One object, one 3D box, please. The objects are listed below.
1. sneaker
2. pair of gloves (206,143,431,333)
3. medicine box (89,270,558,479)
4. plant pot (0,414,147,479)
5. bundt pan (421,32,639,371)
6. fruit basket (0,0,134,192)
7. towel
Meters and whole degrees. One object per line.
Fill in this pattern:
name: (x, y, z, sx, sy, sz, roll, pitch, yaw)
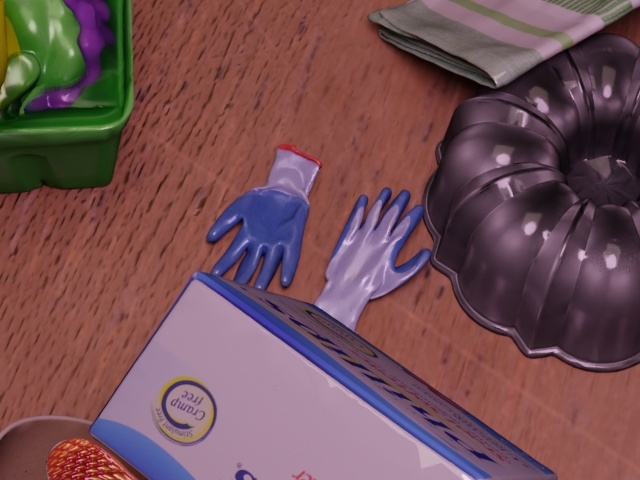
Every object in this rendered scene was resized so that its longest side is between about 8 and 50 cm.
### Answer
sneaker: (-0.121, 0.204, 1.134, 0.064, 0.067, 0.175, -40, 82, -10)
pair of gloves: (0.000, 0.000, 1.491, 0.198, 0.023, 0.159, 22, 69, 15)
medicine box: (0.014, 0.166, 1.237, 0.263, 0.289, 0.149, 34, 93, 19)
plant pot: (-0.174, 0.296, 1.221, 0.284, 0.284, 0.191, 42, 105, 22)
bundt pan: (0.257, -0.056, 1.466, 0.330, 0.124, 0.331, -1, 60, 1)
fruit basket: (-0.348, -0.183, 1.418, 0.392, 0.392, 0.283, -4, 61, -1)
towel: (0.232, -0.258, 1.560, 0.324, 0.038, 0.248, -31, 29, -15)
